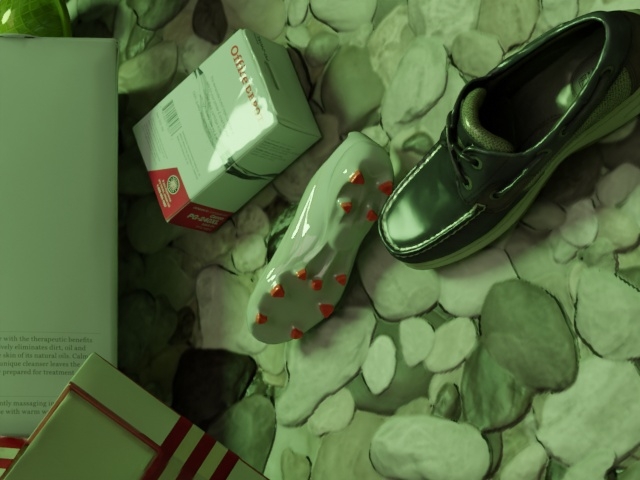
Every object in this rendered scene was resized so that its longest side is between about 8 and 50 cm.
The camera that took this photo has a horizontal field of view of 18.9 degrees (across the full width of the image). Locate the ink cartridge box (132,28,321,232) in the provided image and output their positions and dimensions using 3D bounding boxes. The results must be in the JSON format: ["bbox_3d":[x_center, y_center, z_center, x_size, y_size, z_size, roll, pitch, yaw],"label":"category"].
[{"bbox_3d":[-0.082,-0.095,1.683,0.150,0.063,0.109,-39,56,27],"label":"ink cartridge box"}]

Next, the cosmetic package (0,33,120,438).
[{"bbox_3d":[-0.277,0.011,1.713,0.155,0.197,0.366,116,155,-71],"label":"cosmetic package"}]

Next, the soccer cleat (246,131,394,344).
[{"bbox_3d":[0.000,0.000,1.593,0.196,0.068,0.076,-58,25,20],"label":"soccer cleat"}]

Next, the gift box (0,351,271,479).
[{"bbox_3d":[-0.189,0.270,1.502,0.255,0.258,0.276,40,128,-6],"label":"gift box"}]

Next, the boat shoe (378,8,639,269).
[{"bbox_3d":[0.138,-0.082,1.463,0.285,0.092,0.103,-38,57,29],"label":"boat shoe"}]

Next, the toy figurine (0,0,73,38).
[{"bbox_3d":[-0.339,-0.268,1.743,0.191,0.217,0.363,31,134,19],"label":"toy figurine"}]
